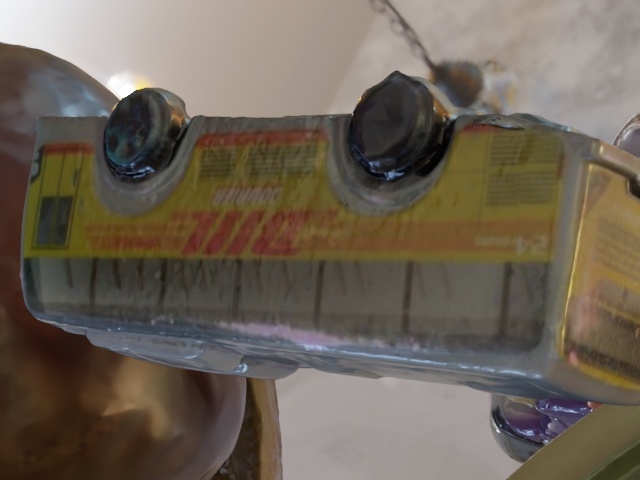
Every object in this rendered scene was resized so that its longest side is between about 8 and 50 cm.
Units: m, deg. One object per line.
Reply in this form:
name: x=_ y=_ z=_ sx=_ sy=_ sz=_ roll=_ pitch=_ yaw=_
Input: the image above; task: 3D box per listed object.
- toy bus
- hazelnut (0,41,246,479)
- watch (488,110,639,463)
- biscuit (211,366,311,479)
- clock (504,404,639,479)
toy bus: x=0.000 y=0.000 z=0.582 sx=0.268 sy=0.092 sz=0.106 roll=3 pitch=-100 yaw=40
hazelnut: x=-0.254 y=0.068 z=1.034 sx=0.421 sy=0.353 sz=0.421 roll=-24 pitch=-129 yaw=33
watch: x=0.222 y=0.036 z=1.098 sx=0.196 sy=0.244 sz=0.231 roll=10 pitch=-120 yaw=-7
biscuit: x=-0.124 y=0.121 z=1.258 sx=0.368 sy=0.076 sz=0.394 roll=7 pitch=-73 yaw=21
clock: x=0.129 y=0.111 z=0.567 sx=0.235 sy=0.029 sz=0.235 roll=-34 pitch=-167 yaw=9
